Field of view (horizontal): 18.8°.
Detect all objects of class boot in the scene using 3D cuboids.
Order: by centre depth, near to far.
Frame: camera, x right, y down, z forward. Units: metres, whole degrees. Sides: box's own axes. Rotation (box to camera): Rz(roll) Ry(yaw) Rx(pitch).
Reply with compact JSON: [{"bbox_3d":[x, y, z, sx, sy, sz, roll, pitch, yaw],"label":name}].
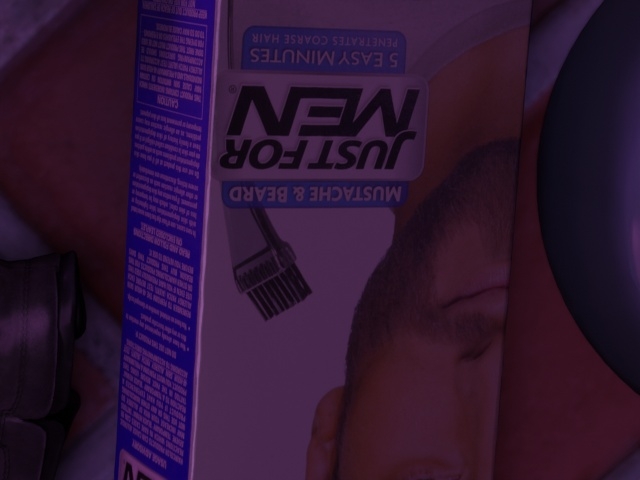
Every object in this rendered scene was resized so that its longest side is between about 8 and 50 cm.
[{"bbox_3d":[-0.262,0.145,1.094,0.222,0.118,0.338,14,118,-14],"label":"boot"}]

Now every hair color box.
[{"bbox_3d":[0.000,0.000,1.008,0.185,0.110,0.339,-2,102,-28],"label":"hair color box"}]

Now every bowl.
[{"bbox_3d":[0.265,-0.020,0.987,0.311,0.163,0.311,1,99,7],"label":"bowl"}]
